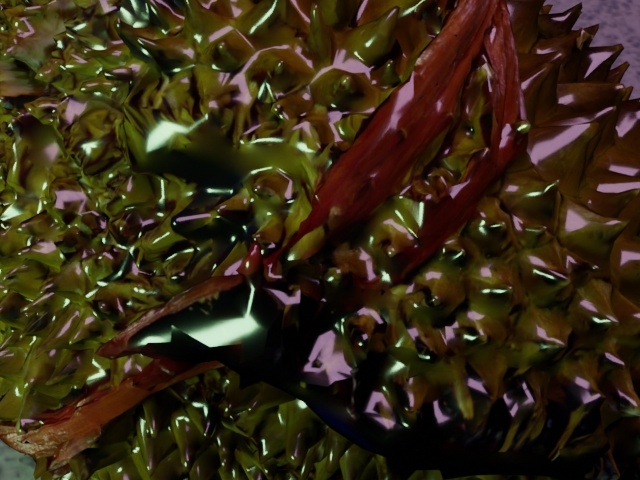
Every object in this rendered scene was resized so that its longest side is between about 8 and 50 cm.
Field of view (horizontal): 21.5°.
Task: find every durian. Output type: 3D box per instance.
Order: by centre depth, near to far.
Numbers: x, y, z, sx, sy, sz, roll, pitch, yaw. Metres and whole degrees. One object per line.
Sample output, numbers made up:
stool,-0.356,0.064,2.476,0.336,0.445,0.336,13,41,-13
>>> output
durian,0.004,-0.002,0.771,0.347,0.347,0.384,-42,102,-35
